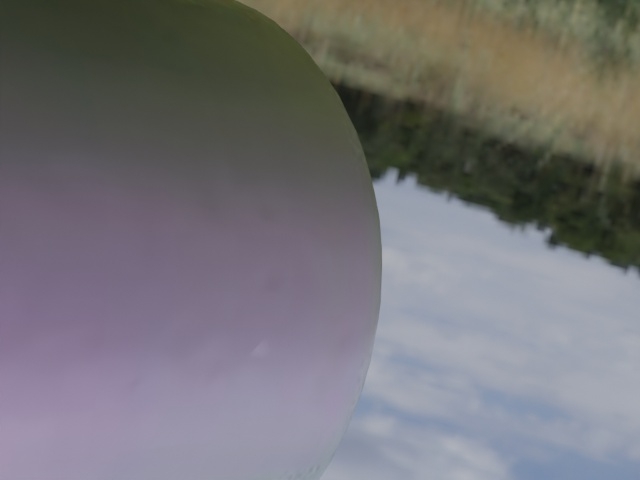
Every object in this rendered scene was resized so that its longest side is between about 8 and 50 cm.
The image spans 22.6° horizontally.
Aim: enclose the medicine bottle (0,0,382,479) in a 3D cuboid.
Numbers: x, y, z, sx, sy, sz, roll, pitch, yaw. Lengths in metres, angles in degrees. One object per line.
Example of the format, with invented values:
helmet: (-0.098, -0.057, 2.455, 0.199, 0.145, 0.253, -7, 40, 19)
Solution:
medicine bottle: (-0.178, 0.005, 0.447, 0.219, 0.219, 0.388, 20, -170, 39)
